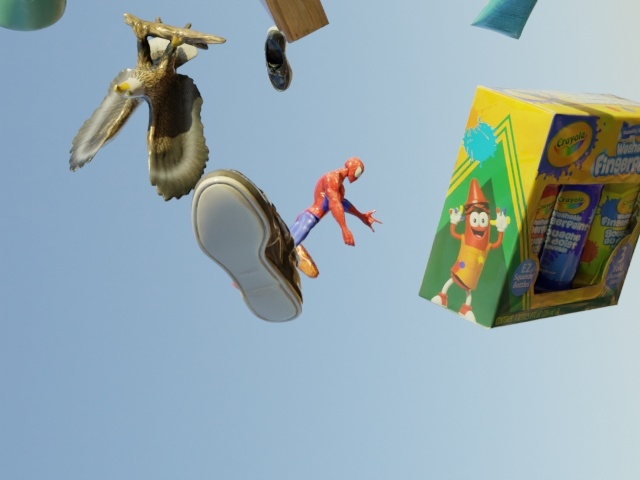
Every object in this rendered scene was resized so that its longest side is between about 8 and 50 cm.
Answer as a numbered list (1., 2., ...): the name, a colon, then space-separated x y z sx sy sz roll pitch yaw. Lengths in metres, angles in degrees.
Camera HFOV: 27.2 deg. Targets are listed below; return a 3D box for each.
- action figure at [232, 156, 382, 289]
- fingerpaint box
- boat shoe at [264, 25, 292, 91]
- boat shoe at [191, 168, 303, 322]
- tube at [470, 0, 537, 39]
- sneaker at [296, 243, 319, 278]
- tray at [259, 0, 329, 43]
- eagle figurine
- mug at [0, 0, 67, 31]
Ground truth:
1. action figure: 0.000 0.000 2.088 0.139 0.280 0.091 38 175 -7
2. fingerpaint box: 0.401 -0.063 2.266 0.445 0.163 0.371 -4 -66 -50
3. boat shoe: -0.082 -0.328 2.441 0.040 0.049 0.142 -68 -20 -44
4. boat shoe: -0.103 -0.007 1.880 0.335 0.112 0.095 66 -161 -50
5. tube: 0.293 -0.366 1.947 0.207 0.080 0.052 119 168 -58
6. sneaker: -0.074 0.017 2.544 0.175 0.067 0.064 42 -177 7
7. tray: -0.116 -0.487 1.822 0.203 0.076 0.411 61 178 46
8. eagle figurine: -0.311 -0.245 2.352 0.225 0.226 0.298 1 -72 -35
9. mug: -0.427 -0.381 1.860 0.129 0.158 0.097 -34 -23 -34
